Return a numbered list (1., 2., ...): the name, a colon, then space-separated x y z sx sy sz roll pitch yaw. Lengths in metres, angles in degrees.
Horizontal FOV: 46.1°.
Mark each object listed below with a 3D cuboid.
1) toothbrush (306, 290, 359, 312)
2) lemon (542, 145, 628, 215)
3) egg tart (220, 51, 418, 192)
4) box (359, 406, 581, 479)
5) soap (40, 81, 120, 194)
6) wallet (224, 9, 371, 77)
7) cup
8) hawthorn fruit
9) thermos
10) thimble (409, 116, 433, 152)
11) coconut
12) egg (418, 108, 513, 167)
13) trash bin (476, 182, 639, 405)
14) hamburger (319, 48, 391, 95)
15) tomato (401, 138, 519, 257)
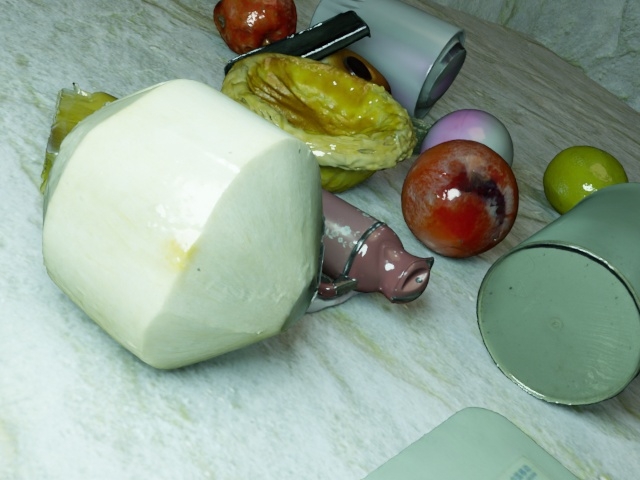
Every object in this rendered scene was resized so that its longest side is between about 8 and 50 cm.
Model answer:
1. toothbrush: 0.057 0.075 1.121 0.269 0.021 0.027 -9 49 -48
2. lemon: 0.626 -0.125 1.759 0.184 0.184 0.248 11 31 -26
3. egg tart: -0.009 -0.209 1.395 0.387 0.169 0.388 16 31 -10
4. box: 0.184 0.352 0.666 0.396 0.111 0.396 40 31 26
5. soap: -0.330 -0.140 1.108 0.135 0.076 0.233 13 32 -21
6. wallet: -0.055 -0.406 1.617 0.318 0.045 0.172 -24 32 2
7. cup: 0.168 -0.489 1.929 0.371 0.253 0.253 30 28 15
8. hawthorn fruit: -0.143 -0.507 1.777 0.207 0.207 0.243 1 55 -39
9. thermos: 0.004 -0.008 1.088 0.330 0.110 0.136 31 26 19
10. thimble: 0.216 -0.246 1.747 0.110 0.062 0.084 -4 39 -43
11. coconut: -0.137 -0.013 0.831 0.323 0.323 0.323 20 29 -11
12. egg: 0.309 -0.178 1.581 0.196 0.196 0.271 35 14 17
13. trash bin: 0.456 0.069 1.199 0.280 0.280 0.432 40 34 24
14. hamburger: 0.055 -0.323 1.660 0.236 0.147 0.237 23 38 -19
15. tomato: 0.247 -0.073 1.327 0.208 0.208 0.184 14 15 -21
